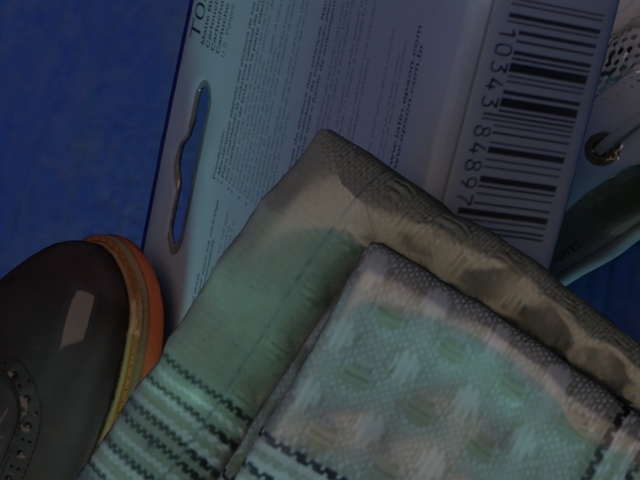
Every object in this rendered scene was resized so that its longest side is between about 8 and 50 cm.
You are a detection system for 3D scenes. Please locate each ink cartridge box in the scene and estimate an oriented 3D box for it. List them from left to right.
[{"bbox_3d":[0.000,0.000,0.596,0.224,0.045,0.223,-139,59,-62],"label":"ink cartridge box"}]

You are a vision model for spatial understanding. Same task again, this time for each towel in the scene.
[{"bbox_3d":[0.032,0.183,0.453,0.324,0.056,0.312,37,106,20],"label":"towel"}]

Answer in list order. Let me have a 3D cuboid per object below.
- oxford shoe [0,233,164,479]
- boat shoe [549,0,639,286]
[{"bbox_3d":[-0.160,0.100,0.665,0.271,0.098,0.097,-50,49,11],"label":"oxford shoe"},{"bbox_3d":[0.128,-0.039,0.632,0.277,0.098,0.096,-31,64,19],"label":"boat shoe"}]
